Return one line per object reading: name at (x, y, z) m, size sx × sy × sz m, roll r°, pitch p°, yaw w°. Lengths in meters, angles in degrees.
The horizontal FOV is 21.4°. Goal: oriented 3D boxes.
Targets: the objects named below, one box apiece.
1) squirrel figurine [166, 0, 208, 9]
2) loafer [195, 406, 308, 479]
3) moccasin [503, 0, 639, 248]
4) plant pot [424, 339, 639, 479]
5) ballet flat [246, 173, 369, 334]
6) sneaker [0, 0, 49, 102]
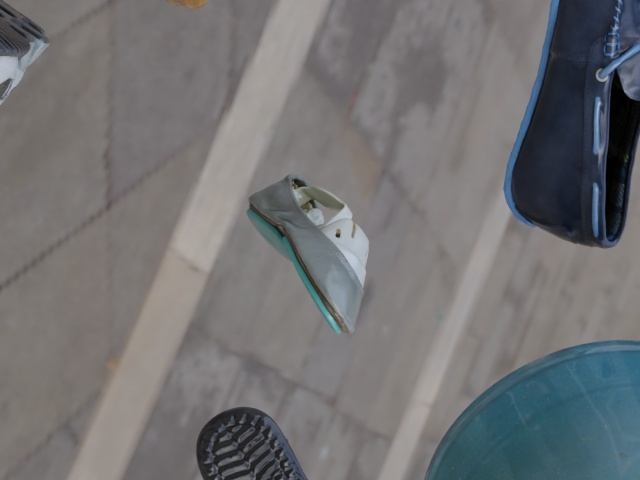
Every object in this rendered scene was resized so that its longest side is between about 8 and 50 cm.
squirrel figurine at (-0.161, -0.420, 1.101) m, size 0.370 × 0.281 × 0.397 m, roll -62°, pitch 154°, yaw -10°
loafer at (-0.015, 0.212, 1.154) m, size 0.078 × 0.080 × 0.220 m, roll -116°, pitch -175°, yaw -89°
moccasin at (0.258, -0.152, 1.399) m, size 0.137 × 0.117 × 0.342 m, roll -26°, pitch 138°, yaw -42°
plant pot at (0.238, 0.259, 1.271) m, size 0.255 × 0.271 × 0.272 m, roll -112°, pitch -154°, yaw -54°
ballet flat at (0.000, 0.000, 1.304) m, size 0.068 × 0.213 × 0.072 m, roll -34°, pitch 119°, yaw -3°
sneaker at (-0.282, -0.111, 1.186) m, size 0.146 × 0.122 × 0.330 m, roll -54°, pitch 179°, yaw 3°
